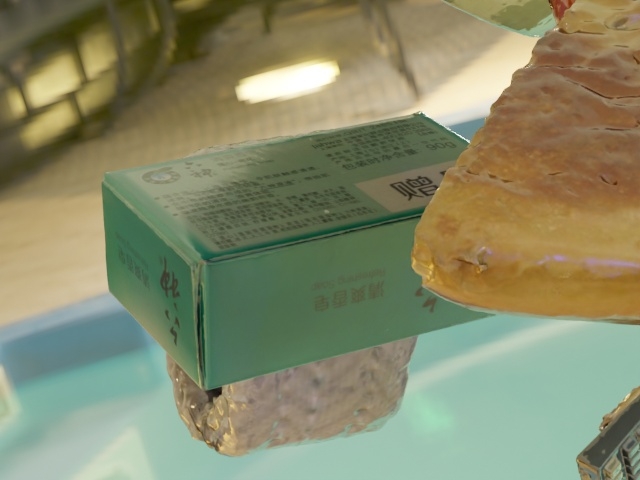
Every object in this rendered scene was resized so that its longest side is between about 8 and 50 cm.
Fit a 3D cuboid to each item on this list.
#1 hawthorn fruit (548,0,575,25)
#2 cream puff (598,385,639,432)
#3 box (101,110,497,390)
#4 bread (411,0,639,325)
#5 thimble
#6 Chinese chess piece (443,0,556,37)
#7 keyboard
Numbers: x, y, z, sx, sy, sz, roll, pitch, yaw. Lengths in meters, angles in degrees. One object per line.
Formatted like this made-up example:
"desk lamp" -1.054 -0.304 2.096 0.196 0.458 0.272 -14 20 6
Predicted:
"hawthorn fruit" 0.210 -0.182 0.957 0.224 0.224 0.261 -20 62 -14
"cream puff" 0.411 0.248 1.540 0.351 0.228 0.350 -1 17 0
"box" 0.000 0.000 1.138 0.245 0.092 0.153 -13 29 -25
"bread" 0.114 -0.016 0.523 0.136 0.054 0.154 15 45 17
"thimble" -0.033 0.042 1.379 0.157 0.245 0.217 -8 10 -20
"Chinese chess piece" 0.059 -0.284 1.265 0.349 0.146 0.349 28 14 -8
"keyboard" 0.132 0.107 0.698 0.055 0.176 0.014 -45 58 -14
